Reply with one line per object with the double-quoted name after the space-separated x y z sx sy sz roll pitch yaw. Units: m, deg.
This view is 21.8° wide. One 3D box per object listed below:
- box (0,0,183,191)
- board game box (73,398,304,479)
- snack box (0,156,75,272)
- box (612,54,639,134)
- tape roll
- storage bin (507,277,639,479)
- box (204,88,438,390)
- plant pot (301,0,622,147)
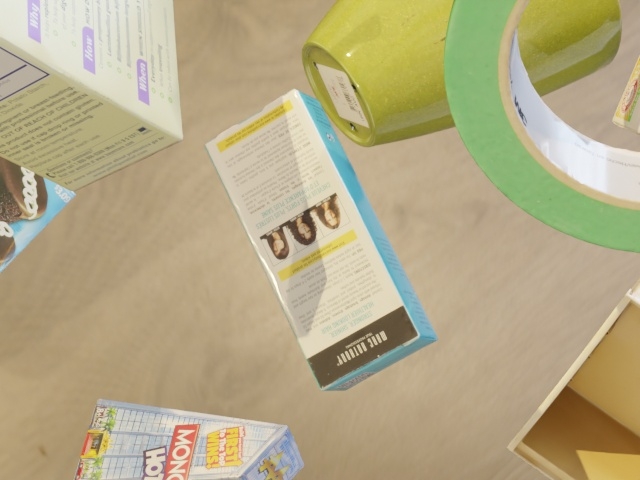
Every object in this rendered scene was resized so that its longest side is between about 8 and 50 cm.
-0.227 -0.185 1.224 0.117 0.243 0.213 -22 60 29 "box"
-0.120 0.224 1.463 0.194 0.060 0.194 -6 43 16 "board game box"
-0.424 -0.095 1.706 0.187 0.060 0.322 -48 120 -13 "snack box"
0.406 -0.191 1.749 0.114 0.103 0.203 20 98 -9 "box"
0.254 -0.141 1.236 0.321 0.321 0.077 12 34 4 "tape roll"
0.368 0.175 1.636 0.260 0.262 0.123 36 44 7 "storage bin"
0.000 0.000 1.433 0.100 0.060 0.244 -30 75 16 "box"
0.135 -0.237 1.860 0.293 0.275 0.274 -33 74 -17 "plant pot"
